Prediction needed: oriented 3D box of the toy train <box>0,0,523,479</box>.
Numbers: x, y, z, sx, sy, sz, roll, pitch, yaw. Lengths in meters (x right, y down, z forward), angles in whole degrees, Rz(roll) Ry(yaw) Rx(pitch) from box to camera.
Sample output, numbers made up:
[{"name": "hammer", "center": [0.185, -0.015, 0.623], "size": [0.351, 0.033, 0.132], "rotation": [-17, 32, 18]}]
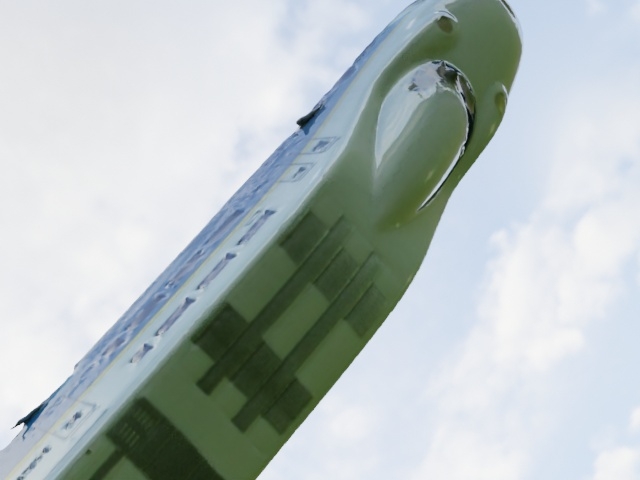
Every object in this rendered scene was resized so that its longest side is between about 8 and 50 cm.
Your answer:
[{"name": "toy train", "center": [0.000, 0.000, 0.382], "size": [0.234, 0.051, 0.052], "rotation": [-49, -67, -22]}]
